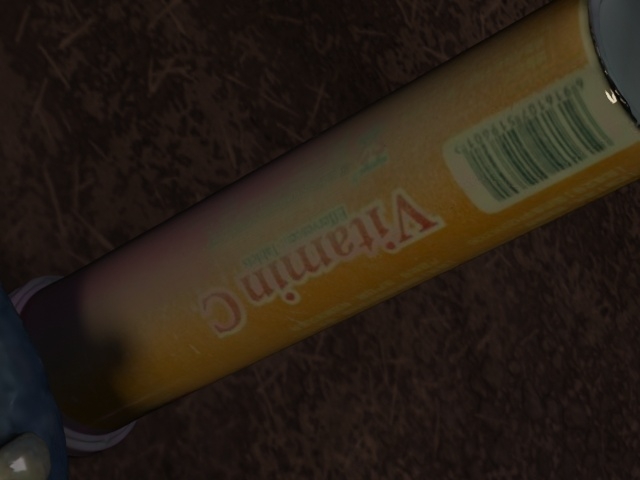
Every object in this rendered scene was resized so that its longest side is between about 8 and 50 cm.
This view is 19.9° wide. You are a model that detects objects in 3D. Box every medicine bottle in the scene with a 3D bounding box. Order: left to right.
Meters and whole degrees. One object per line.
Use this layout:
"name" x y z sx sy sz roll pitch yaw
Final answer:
"medicine bottle" 0.000 0.000 0.931 0.108 0.426 0.108 27 50 -38

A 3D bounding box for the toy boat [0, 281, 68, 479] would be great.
"toy boat" -0.239 0.041 0.887 0.330 0.123 0.215 59 37 -3
